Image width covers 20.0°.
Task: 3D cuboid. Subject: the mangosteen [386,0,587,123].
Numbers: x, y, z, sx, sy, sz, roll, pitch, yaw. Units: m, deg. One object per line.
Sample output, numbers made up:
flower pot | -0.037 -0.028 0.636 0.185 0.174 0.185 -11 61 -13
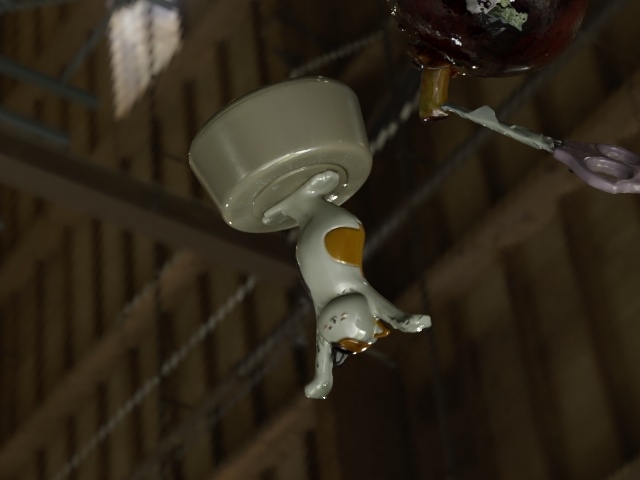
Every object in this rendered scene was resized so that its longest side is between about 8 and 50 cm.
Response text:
mangosteen | 0.163 -0.252 2.003 0.261 0.235 0.235 -63 -152 -3

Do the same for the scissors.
scissors | 0.210 -0.093 1.687 0.110 0.212 0.021 -38 149 -63

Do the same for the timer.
timer | 0.000 0.000 1.702 0.175 0.175 0.266 -44 -121 38
